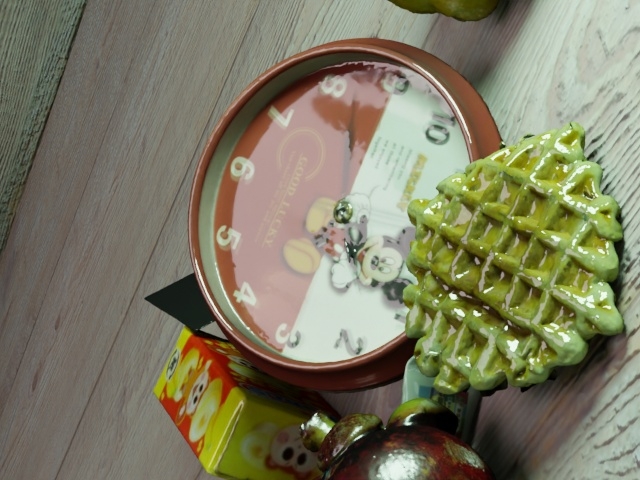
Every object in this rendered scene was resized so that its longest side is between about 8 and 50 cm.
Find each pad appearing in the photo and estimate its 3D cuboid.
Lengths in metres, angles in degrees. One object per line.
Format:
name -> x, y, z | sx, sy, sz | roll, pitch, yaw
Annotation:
pad -> -0.100, 0.045, 1.889 | 0.006, 0.170, 0.245 | 65, 165, -13

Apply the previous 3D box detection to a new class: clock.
clock -> 0.022, -0.023, 1.460 | 0.318, 0.080, 0.319 | -7, 75, 28

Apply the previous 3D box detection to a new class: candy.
candy -> -0.068, 0.180, 1.707 | 0.088, 0.146, 0.276 | -65, 19, 5

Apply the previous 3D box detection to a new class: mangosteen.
mangosteen -> 0.064, 0.206, 1.300 | 0.172, 0.172, 0.184 | 128, 149, -54

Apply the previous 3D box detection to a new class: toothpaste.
toothpaste -> 0.082, 0.221, 1.403 | 0.037, 0.067, 0.255 | -112, 33, -76

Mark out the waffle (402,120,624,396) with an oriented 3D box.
waffle -> 0.143, 0.017, 1.271 | 0.214, 0.054, 0.208 | -31, 56, 39

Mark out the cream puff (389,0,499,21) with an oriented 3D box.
cream puff -> 0.108, -0.309, 1.436 | 0.244, 0.196, 0.244 | 5, -90, -80
